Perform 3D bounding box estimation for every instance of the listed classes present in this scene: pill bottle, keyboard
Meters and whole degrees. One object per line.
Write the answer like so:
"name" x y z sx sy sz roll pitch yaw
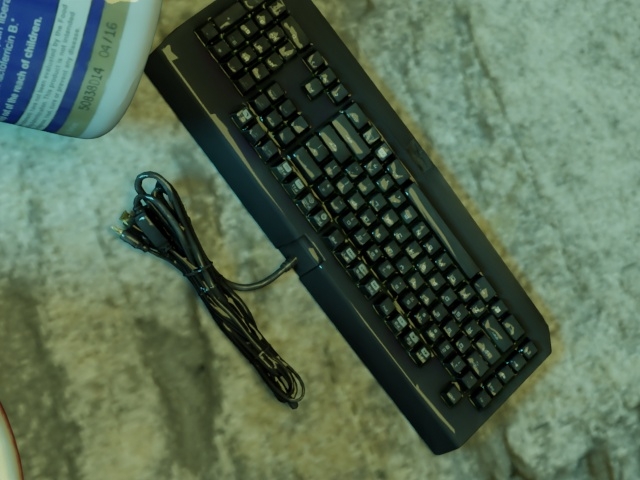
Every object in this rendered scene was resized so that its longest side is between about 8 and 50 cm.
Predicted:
"pill bottle" -0.226 -0.152 0.786 0.265 0.153 0.153 11 77 -21
"keyboard" 0.000 0.000 0.925 0.201 0.033 0.317 -40 97 -23

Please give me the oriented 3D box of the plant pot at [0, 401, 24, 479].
"plant pot" -0.256 0.125 0.679 0.275 0.243 0.275 4 79 -23
